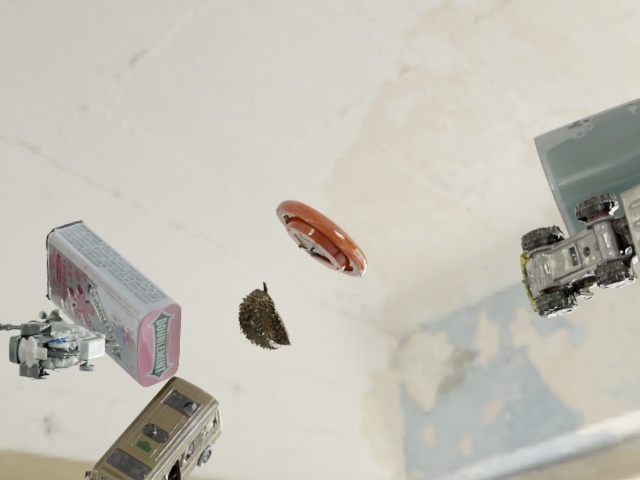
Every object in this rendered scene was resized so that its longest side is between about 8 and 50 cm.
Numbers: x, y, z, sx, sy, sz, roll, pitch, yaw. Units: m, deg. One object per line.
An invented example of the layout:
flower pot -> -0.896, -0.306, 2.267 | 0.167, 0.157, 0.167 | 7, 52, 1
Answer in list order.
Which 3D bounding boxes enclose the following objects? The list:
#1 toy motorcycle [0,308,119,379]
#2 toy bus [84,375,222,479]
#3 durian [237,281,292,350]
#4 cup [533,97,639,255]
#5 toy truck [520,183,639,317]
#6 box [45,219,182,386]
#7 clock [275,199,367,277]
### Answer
toy motorcycle -> -0.416, 0.163, 1.874 | 0.150, 0.102, 0.221 | 6, 1, 13
toy bus -> -0.313, 0.405, 2.275 | 0.139, 0.289, 0.157 | 28, -38, 19
durian -> -0.105, 0.138, 2.084 | 0.071, 0.110, 0.140 | -32, -52, -31
cup -> 0.559, -0.111, 2.140 | 0.274, 0.260, 0.356 | -22, -5, 15
toy truck -> 0.395, 0.017, 1.728 | 0.111, 0.136, 0.286 | 0, -20, -36
box -> -0.429, 0.122, 2.443 | 0.112, 0.369, 0.190 | -20, -50, -38
clock -> 0.000, 0.000, 2.238 | 0.205, 0.051, 0.205 | 36, -14, 10
